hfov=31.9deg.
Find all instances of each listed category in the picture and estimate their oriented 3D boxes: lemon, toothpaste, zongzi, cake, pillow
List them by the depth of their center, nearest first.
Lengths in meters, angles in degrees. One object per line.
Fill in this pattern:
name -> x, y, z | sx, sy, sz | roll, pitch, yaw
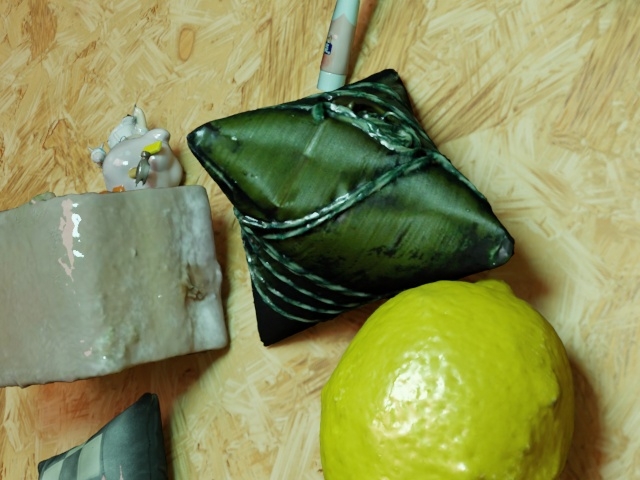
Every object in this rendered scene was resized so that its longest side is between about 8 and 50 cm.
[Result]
lemon -> 0.116, 0.162, 1.032 | 0.234, 0.233, 0.288 | 9, 67, 44
zongzi -> 0.000, 0.000, 1.210 | 0.383, 0.319, 0.362 | -80, 14, -74
toothpaste -> 0.032, -0.286, 1.390 | 0.056, 0.036, 0.205 | -117, 38, -74
pillow -> -0.277, 0.321, 1.409 | 0.250, 0.106, 0.186 | -33, 52, 34
cake -> -0.299, 0.061, 1.426 | 0.309, 0.237, 0.230 | -14, 83, 40

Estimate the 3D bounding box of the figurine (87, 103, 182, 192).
figurine -> -0.258, -0.107, 1.579 | 0.137, 0.112, 0.229 | -45, 34, 8
